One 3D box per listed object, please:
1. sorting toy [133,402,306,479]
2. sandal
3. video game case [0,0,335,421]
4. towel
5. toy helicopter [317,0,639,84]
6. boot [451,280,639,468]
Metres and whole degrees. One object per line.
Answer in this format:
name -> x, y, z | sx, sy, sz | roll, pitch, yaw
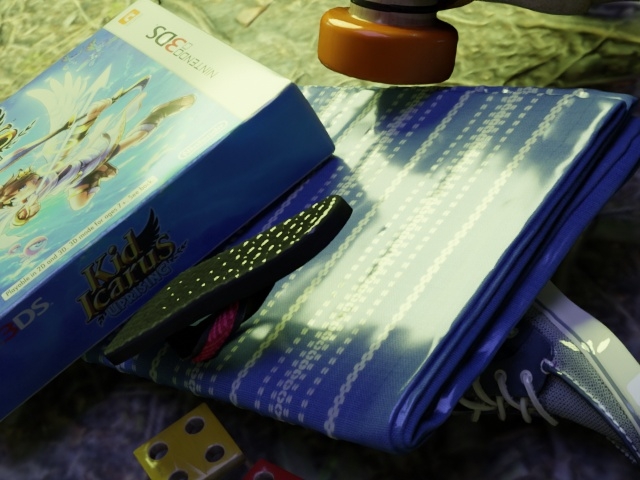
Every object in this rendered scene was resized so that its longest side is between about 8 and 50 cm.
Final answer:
sorting toy -> -0.104, 0.204, 0.695 | 0.132, 0.046, 0.274 | 16, 56, 36
sandal -> -0.047, 0.033, 0.739 | 0.179, 0.040, 0.067 | -27, 19, 36
video game case -> -0.159, -0.031, 0.907 | 0.269, 0.061, 0.244 | -39, 33, -10
towel -> 0.000, 0.000, 0.824 | 0.336, 0.040, 0.243 | 9, 51, 48
toy helicopter -> 0.176, -0.171, 0.890 | 0.355, 0.140, 0.235 | 9, 19, 10
boot -> 0.104, 0.072, 0.728 | 0.086, 0.069, 0.190 | -35, 34, -3
